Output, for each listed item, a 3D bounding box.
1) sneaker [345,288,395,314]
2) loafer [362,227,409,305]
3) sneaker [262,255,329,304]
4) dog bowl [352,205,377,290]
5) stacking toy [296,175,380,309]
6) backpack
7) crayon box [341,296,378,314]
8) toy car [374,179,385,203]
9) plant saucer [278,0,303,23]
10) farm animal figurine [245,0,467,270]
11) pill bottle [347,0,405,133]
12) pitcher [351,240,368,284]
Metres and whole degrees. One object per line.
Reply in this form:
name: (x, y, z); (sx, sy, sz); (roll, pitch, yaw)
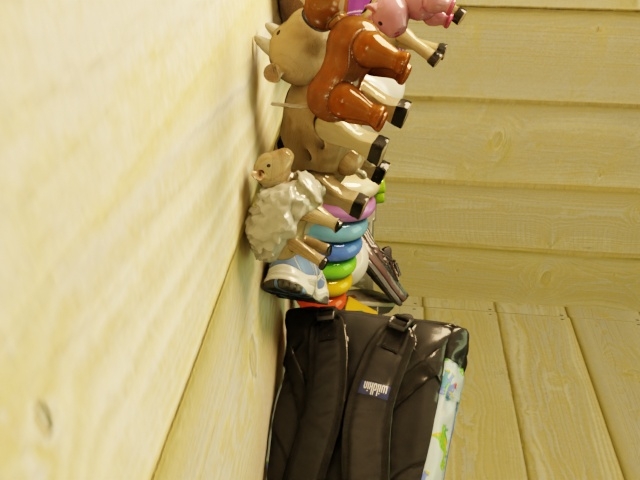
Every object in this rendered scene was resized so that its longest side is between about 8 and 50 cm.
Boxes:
sneaker: (0.079, 0.192, 1.392); (0.083, 0.221, 0.118); (-135, -131, -60)
loafer: (0.130, 0.020, 1.349); (0.303, 0.095, 0.109); (51, -5, -5)
sneaker: (-0.025, 0.043, 0.768); (0.211, 0.080, 0.081); (74, 23, -78)
dog bowl: (0.135, -0.003, 1.866); (0.349, 0.102, 0.349); (2, 90, -84)
stacking toy: (0.010, 0.040, 0.927); (0.141, 0.141, 0.331); (-73, 170, -68)
backpack: (0.059, 0.306, 0.800); (0.273, 0.289, 0.356); (65, 33, -51)
crayon box: (0.038, 0.245, 1.159); (0.203, 0.083, 0.323); (-61, 179, 10)
toy car: (0.080, -0.190, 1.466); (0.149, 0.154, 0.189); (73, 8, -75)
plant saucer: (-0.018, -0.391, 0.739); (0.310, 0.050, 0.311); (4, 90, -84)
farm animal figurine: (0.019, -0.174, 0.614); (0.330, 0.172, 0.327); (-52, 166, -51)
pill bottle: (0.086, -0.372, 1.146); (0.182, 0.181, 0.323); (85, 10, -57)
pitcher: (0.035, 0.071, 1.220); (0.207, 0.125, 0.178); (122, -31, -79)
